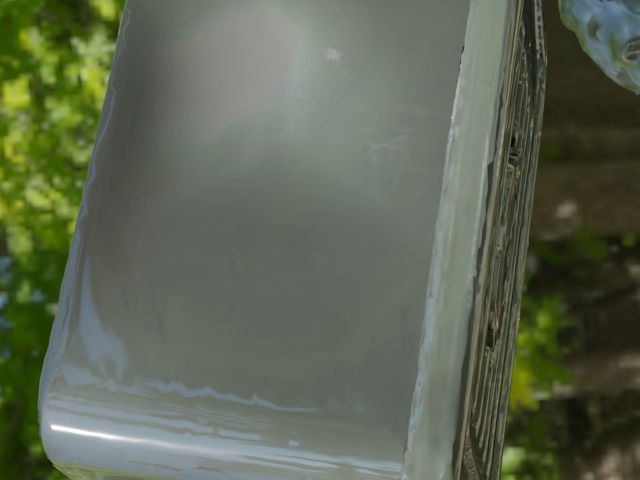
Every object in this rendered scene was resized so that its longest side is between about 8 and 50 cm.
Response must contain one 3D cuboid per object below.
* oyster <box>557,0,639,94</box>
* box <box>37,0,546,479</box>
[{"bbox_3d":[0.099,-0.207,0.806,0.201,0.107,0.354,74,177,-61],"label":"oyster"},{"bbox_3d":[0.000,0.000,0.611,0.163,0.135,0.243,66,-150,-68],"label":"box"}]
